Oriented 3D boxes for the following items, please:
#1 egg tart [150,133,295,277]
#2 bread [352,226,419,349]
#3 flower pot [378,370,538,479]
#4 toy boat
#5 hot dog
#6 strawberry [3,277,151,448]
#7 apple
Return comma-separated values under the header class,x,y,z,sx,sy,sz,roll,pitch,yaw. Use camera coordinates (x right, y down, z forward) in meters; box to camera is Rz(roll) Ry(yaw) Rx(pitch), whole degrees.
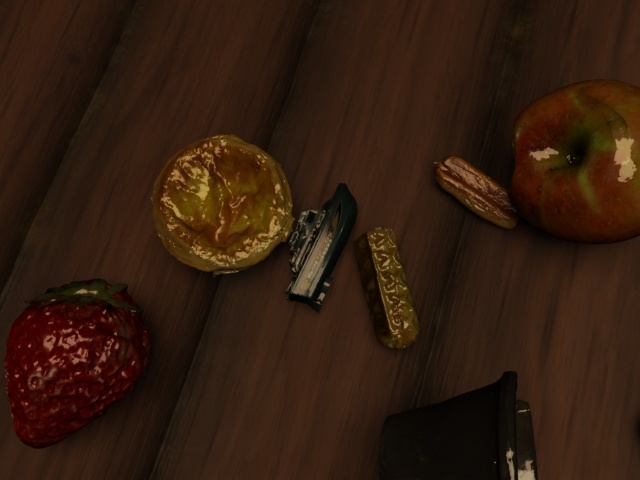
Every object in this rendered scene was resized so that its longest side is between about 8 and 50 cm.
class,x,y,z,sx,sy,sz,roll,pitch,yaw
egg tart,-0.220,-0.078,1.332,0.341,0.132,0.341,-2,72,6
bread,0.144,0.105,1.269,0.098,0.087,0.269,-13,72,0
flower pot,0.253,0.434,1.052,0.251,0.379,0.379,-6,72,21
toy boat,-0.004,0.000,1.299,0.122,0.114,0.296,22,76,2
hot dog,0.355,-0.113,1.332,0.236,0.062,0.092,40,80,12
strawberry,-0.485,0.249,1.190,0.292,0.292,0.310,-6,99,3
apple,0.556,-0.151,1.190,0.340,0.339,0.339,-1,73,4
